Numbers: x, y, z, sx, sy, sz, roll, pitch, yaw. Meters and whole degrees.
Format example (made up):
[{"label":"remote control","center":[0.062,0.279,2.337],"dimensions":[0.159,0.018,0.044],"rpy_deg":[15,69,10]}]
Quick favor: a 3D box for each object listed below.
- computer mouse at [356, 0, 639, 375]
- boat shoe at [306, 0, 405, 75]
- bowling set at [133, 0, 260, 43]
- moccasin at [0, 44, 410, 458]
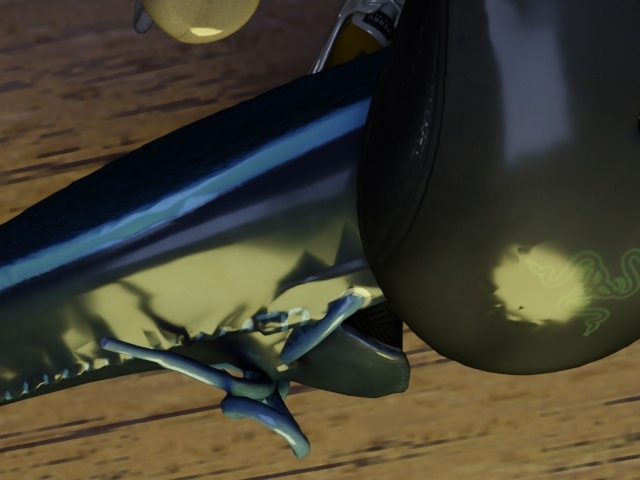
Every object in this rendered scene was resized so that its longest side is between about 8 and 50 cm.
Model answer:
[{"label":"computer mouse","center":[0.079,-0.079,0.480],"dimensions":[0.188,0.072,0.272],"rpy_deg":[1,107,-14]},{"label":"boat shoe","center":[0.024,-0.084,0.639],"dimensions":[0.035,0.035,0.100],"rpy_deg":[36,106,-6]},{"label":"bowling set","center":[0.058,-0.174,0.574],"dimensions":[0.200,0.154,0.287],"rpy_deg":[22,106,-21]},{"label":"moccasin","center":[0.007,0.008,0.585],"dimensions":[0.342,0.138,0.117],"rpy_deg":[-21,105,10]}]
